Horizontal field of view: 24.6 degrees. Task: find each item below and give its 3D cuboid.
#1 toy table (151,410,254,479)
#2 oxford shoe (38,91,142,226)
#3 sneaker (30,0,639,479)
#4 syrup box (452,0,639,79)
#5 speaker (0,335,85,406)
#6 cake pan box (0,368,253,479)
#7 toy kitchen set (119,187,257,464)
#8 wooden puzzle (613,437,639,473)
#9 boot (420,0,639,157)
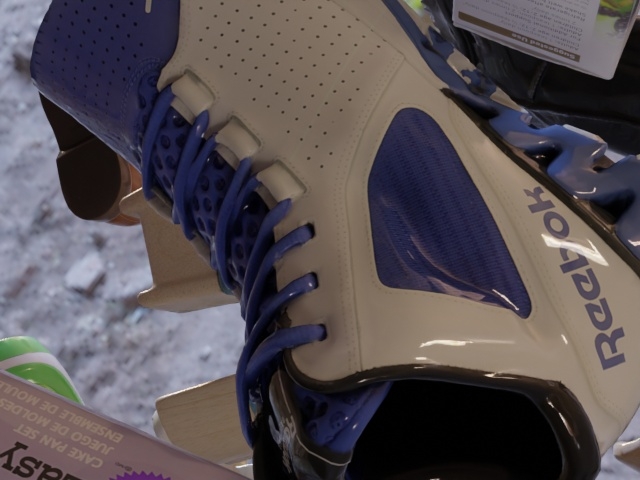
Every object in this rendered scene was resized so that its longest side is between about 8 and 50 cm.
[{"bbox_3d":[-0.065,0.271,1.580,0.252,0.274,0.161,-35,44,36],"label":"toy table"},{"bbox_3d":[-0.174,-0.108,1.174,0.076,0.076,0.212,-17,71,25],"label":"oxford shoe"},{"bbox_3d":[0.001,0.001,0.577,0.182,0.315,0.127,-50,-14,-40],"label":"sneaker"},{"bbox_3d":[0.121,-0.178,0.678,0.096,0.237,0.093,22,72,12],"label":"syrup box"},{"bbox_3d":[-0.226,0.234,1.269,0.131,0.131,0.296,-39,70,17],"label":"speaker"},{"bbox_3d":[-0.171,0.150,0.548,0.070,0.245,0.267,-53,-15,-55],"label":"cake pan box"},{"bbox_3d":[-0.004,0.042,0.887,0.122,0.207,0.166,-19,75,23],"label":"toy kitchen set"},{"bbox_3d":[0.448,0.139,1.096,0.348,0.322,0.080,-39,30,39],"label":"wooden puzzle"},{"bbox_3d":[0.334,-0.202,1.465,0.445,0.367,0.146,21,67,28],"label":"boot"}]
